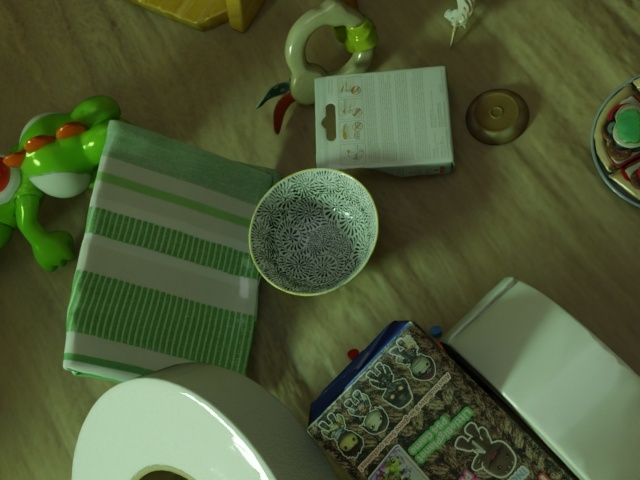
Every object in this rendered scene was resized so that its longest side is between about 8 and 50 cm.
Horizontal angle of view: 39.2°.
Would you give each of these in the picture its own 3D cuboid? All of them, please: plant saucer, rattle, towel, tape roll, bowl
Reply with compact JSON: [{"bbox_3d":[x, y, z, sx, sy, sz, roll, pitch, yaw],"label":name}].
[{"bbox_3d":[0.233,-0.166,1.185,0.083,0.015,0.084,-5,70,14],"label":"plant saucer"},{"bbox_3d":[-0.021,-0.263,1.265,0.200,0.130,0.143,-50,51,24],"label":"rattle"},{"bbox_3d":[-0.181,0.030,1.141,0.247,0.038,0.325,17,71,-24],"label":"towel"},{"bbox_3d":[0.252,0.170,0.912,0.100,0.286,0.286,-43,66,-1],"label":"tape roll"},{"bbox_3d":[0.000,0.000,1.155,0.170,0.080,0.170,-5,69,14],"label":"bowl"},{"bbox_3d":[-0.114,0.319,0.913,0.392,0.072,0.392,10,105,40],"label":"tape roll"}]

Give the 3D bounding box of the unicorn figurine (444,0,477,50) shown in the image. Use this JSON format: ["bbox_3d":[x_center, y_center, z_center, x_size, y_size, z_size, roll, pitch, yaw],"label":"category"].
[{"bbox_3d":[0.202,-0.361,1.238,0.162,0.060,0.111,-39,65,0],"label":"unicorn figurine"}]

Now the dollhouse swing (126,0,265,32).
[{"bbox_3d":[-0.226,-0.541,1.292,0.346,0.305,0.315,26,79,21],"label":"dollhouse swing"}]

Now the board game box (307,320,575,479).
[{"bbox_3d":[0.137,0.230,0.905,0.291,0.232,0.141,45,87,3],"label":"board game box"}]

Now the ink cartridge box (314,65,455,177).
[{"bbox_3d":[0.084,-0.154,1.197,0.179,0.045,0.146,-5,70,9],"label":"ink cartridge box"}]

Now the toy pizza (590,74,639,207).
[{"bbox_3d":[0.437,-0.128,1.104,0.201,0.032,0.201,-5,70,14],"label":"toy pizza"}]

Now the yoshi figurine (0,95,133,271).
[{"bbox_3d":[-0.393,-0.080,1.276,0.362,0.204,0.203,-26,25,21],"label":"yoshi figurine"}]

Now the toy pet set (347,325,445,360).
[{"bbox_3d":[0.103,0.176,1.088,0.122,0.065,0.114,-16,33,7],"label":"toy pet set"}]
